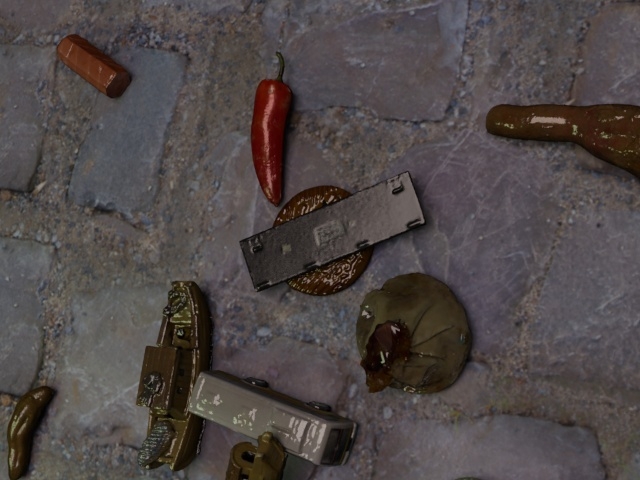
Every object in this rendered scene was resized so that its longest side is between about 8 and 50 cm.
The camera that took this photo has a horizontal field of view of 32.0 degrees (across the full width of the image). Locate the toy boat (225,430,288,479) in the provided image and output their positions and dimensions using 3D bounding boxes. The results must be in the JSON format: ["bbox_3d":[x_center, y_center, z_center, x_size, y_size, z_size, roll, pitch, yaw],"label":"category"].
[{"bbox_3d":[-0.108,0.389,1.755,0.088,0.068,0.226,17,130,5],"label":"toy boat"}]

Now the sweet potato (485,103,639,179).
[{"bbox_3d":[0.432,-0.158,1.666,0.385,0.109,0.109,22,89,30],"label":"sweet potato"}]

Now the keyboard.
[{"bbox_3d":[0.017,-0.015,1.822,0.317,0.027,0.106,-22,76,18],"label":"keyboard"}]

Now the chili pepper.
[{"bbox_3d":[-0.085,-0.193,1.912,0.071,0.063,0.272,0,83,35],"label":"chili pepper"}]

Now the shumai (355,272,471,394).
[{"bbox_3d":[0.127,0.145,1.728,0.201,0.120,0.201,-4,81,25],"label":"shumai"}]

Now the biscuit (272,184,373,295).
[{"bbox_3d":[-0.001,0.000,1.857,0.187,0.027,0.188,-4,80,21],"label":"biscuit"}]

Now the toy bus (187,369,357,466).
[{"bbox_3d":[-0.080,0.284,1.796,0.268,0.106,0.092,18,91,23],"label":"toy bus"}]

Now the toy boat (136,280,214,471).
[{"bbox_3d":[-0.248,0.226,1.871,0.089,0.121,0.321,3,82,29],"label":"toy boat"}]

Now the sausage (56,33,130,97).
[{"bbox_3d":[-0.433,-0.333,2.081,0.169,0.065,0.065,37,95,22],"label":"sausage"}]

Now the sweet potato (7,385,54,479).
[{"bbox_3d":[-0.537,0.343,2.007,0.053,0.054,0.182,17,90,33],"label":"sweet potato"}]

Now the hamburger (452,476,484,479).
[{"bbox_3d":[0.219,0.422,1.669,0.140,0.062,0.133,-43,69,8],"label":"hamburger"}]
